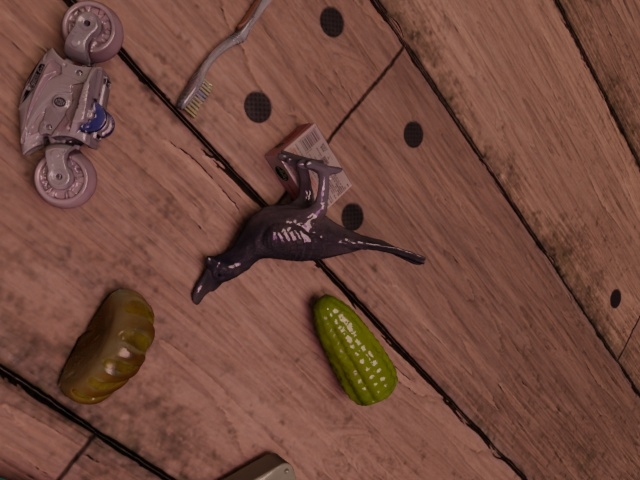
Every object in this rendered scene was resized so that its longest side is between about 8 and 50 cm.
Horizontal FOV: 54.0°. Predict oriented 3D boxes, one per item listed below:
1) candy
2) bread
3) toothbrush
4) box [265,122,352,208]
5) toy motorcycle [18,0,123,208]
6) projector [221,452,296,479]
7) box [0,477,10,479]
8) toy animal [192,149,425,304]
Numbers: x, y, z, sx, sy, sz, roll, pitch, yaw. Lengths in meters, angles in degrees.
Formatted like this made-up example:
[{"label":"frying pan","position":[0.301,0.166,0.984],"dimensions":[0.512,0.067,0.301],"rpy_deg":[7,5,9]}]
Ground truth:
[{"label":"candy","position":[0.050,0.176,1.032],"dimensions":[0.097,0.097,0.209],"rpy_deg":[-40,113,-25]},{"label":"bread","position":[-0.265,0.141,0.813],"dimensions":[0.083,0.094,0.157],"rpy_deg":[33,68,-28]},{"label":"toothbrush","position":[-0.098,-0.334,0.921],"dimensions":[0.037,0.028,0.375],"rpy_deg":[42,72,-36]},{"label":"box","position":[-0.017,-0.109,0.987],"dimensions":[0.089,0.043,0.125],"rpy_deg":[-43,116,-24]},{"label":"toy motorcycle","position":[-0.307,-0.166,0.761],"dimensions":[0.112,0.112,0.254],"rpy_deg":[9,90,-35]},{"label":"projector","position":[-0.130,0.494,0.942],"dimensions":[0.259,0.079,0.257],"rpy_deg":[-21,107,-30]},{"label":"box","position":[-0.349,0.412,0.647],"dimensions":[0.118,0.311,0.205],"rpy_deg":[-44,124,13]},{"label":"toy animal","position":[-0.018,-0.031,0.935],"dimensions":[0.367,0.081,0.206],"rpy_deg":[-9,110,-16]}]
